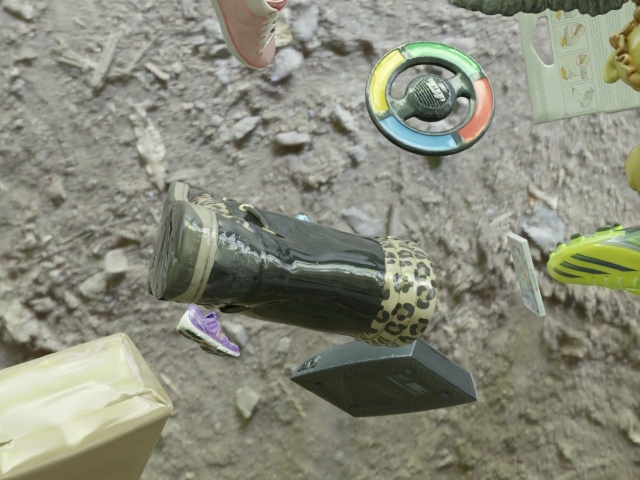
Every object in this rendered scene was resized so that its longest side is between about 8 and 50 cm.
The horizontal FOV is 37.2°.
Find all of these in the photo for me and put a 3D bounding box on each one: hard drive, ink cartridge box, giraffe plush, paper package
[{"bbox_3d":[0.095,0.207,1.438,0.172,0.054,0.255,35,145,-31],"label":"hard drive"},{"bbox_3d":[0.497,-0.375,1.708,0.261,0.066,0.296,-8,96,21],"label":"ink cartridge box"},{"bbox_3d":[0.382,-0.164,1.027,0.181,0.210,0.170,-35,57,33],"label":"giraffe plush"},{"bbox_3d":[-0.423,0.322,1.483,0.168,0.309,0.325,57,143,23],"label":"paper package"}]

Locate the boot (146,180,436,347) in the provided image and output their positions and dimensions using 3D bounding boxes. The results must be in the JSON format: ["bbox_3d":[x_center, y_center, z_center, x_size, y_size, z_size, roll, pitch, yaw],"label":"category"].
[{"bbox_3d":[-0.047,0.026,1.093,0.284,0.377,0.138,12,89,-12],"label":"boot"}]

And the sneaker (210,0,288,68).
[{"bbox_3d":[-0.055,-0.207,0.879,0.070,0.051,0.134,11,151,26],"label":"sneaker"}]

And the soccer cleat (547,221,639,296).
[{"bbox_3d":[0.392,0.033,1.182,0.289,0.093,0.121,-23,81,58],"label":"soccer cleat"}]

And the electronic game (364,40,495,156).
[{"bbox_3d":[0.191,-0.249,1.654,0.229,0.048,0.229,2,67,-4],"label":"electronic game"}]

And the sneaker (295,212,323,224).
[{"bbox_3d":[0.000,0.000,1.835,0.063,0.162,0.073,4,65,40],"label":"sneaker"}]

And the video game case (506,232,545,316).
[{"bbox_3d":[0.320,0.052,1.481,0.011,0.087,0.122,-17,99,-2],"label":"video game case"}]

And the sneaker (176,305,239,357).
[{"bbox_3d":[-0.215,0.186,1.920,0.068,0.071,0.170,3,151,37],"label":"sneaker"}]

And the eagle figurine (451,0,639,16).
[{"bbox_3d":[0.254,-0.325,0.936,0.225,0.298,0.226,-34,55,48],"label":"eagle figurine"}]
